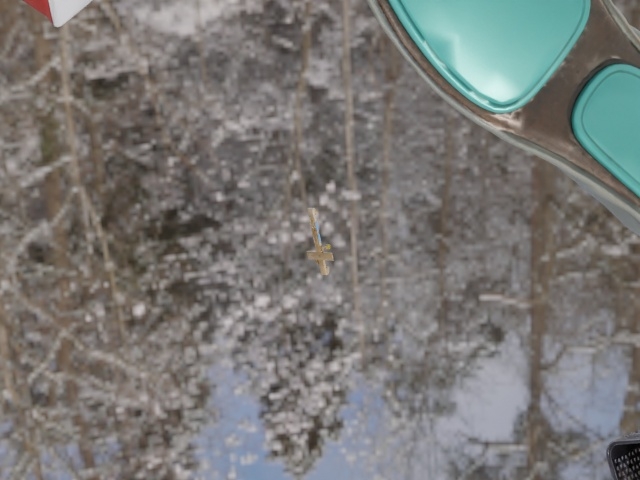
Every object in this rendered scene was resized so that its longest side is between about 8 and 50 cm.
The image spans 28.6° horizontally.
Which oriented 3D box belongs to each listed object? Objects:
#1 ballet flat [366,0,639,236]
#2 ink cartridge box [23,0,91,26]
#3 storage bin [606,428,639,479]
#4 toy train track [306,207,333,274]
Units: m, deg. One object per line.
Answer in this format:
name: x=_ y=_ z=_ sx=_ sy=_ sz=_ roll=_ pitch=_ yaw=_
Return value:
ballet flat: x=0.085 y=-0.063 z=0.467 sx=0.072 sy=0.213 sz=0.068 roll=-50 pitch=-167 yaw=2
ink cartridge box: x=-0.200 y=-0.289 z=0.535 sx=0.309 sy=0.272 sz=0.130 roll=33 pitch=-117 yaw=16
storage bin: x=0.418 y=0.300 z=1.437 sx=0.084 sy=0.180 sz=0.122 roll=-14 pitch=177 yaw=-36
toy train track: x=0.000 y=0.000 z=1.515 sx=0.014 sy=0.083 sz=0.048 roll=-23 pitch=-163 yaw=-37
